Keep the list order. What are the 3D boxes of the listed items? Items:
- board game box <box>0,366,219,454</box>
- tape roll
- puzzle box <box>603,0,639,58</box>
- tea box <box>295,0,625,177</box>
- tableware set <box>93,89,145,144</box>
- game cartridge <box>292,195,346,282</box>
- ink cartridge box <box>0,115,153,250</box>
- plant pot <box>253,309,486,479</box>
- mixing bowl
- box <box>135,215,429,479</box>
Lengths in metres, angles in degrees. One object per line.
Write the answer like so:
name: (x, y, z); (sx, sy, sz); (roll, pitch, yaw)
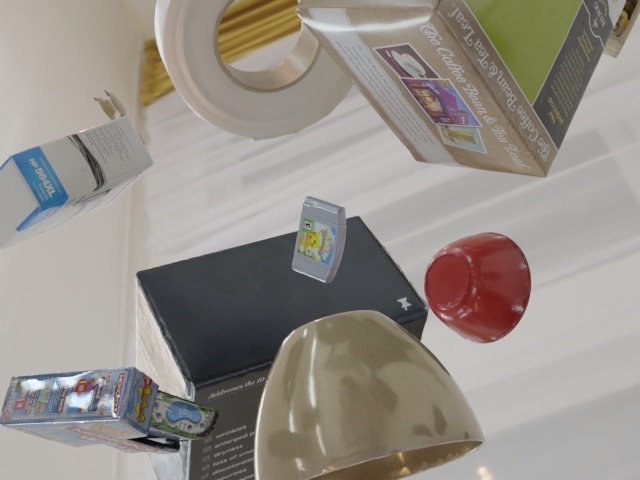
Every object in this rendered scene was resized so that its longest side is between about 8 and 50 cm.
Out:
board game box: (-0.220, 0.193, 1.057); (0.194, 0.194, 0.060); (27, -119, -34)
tape roll: (-0.081, -0.286, 1.312); (0.286, 0.286, 0.100); (63, 177, -30)
puzzle box: (0.469, -0.540, 1.655); (0.409, 0.272, 0.052); (-62, -10, -15)
tea box: (0.196, -0.306, 1.213); (0.329, 0.220, 0.324); (45, -114, -43)
tableware set: (-0.410, -0.240, 1.986); (0.169, 0.020, 0.141); (58, -174, -2)
game cartridge: (0.000, 0.000, 1.009); (0.017, 0.056, 0.083); (-9, -67, -54)
ink cartridge box: (-0.354, -0.081, 1.329); (0.203, 0.148, 0.086); (-29, -93, -45)
plant pot: (0.041, 0.197, 1.186); (0.284, 0.284, 0.191); (46, -153, -67)
mixing bowl: (0.230, 0.069, 1.520); (0.098, 0.181, 0.182); (11, -128, -41)
box: (-0.095, 0.260, 1.882); (0.297, 0.479, 0.472); (56, 149, 36)
